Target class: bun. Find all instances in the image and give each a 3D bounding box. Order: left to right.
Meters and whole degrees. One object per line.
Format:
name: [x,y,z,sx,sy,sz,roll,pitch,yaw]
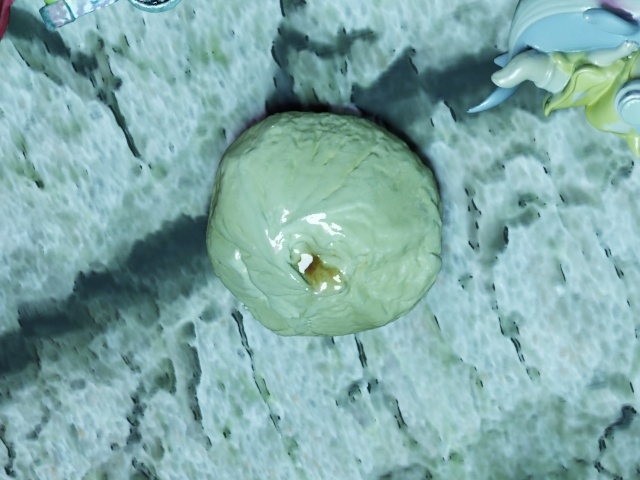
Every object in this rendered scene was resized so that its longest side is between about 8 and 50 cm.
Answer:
bun: [0.000,0.000,1.657,0.220,0.134,0.220,5,117,9]

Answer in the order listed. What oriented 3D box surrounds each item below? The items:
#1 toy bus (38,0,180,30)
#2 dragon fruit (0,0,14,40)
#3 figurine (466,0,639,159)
toy bus: [-0.099,-0.303,1.483,0.312,0.152,0.190,-20,111,12]
dragon fruit: [-0.391,-0.240,1.577,0.371,0.249,0.386,40,128,16]
figurine: [0.223,-0.146,1.525,0.208,0.128,0.184,-17,114,32]
